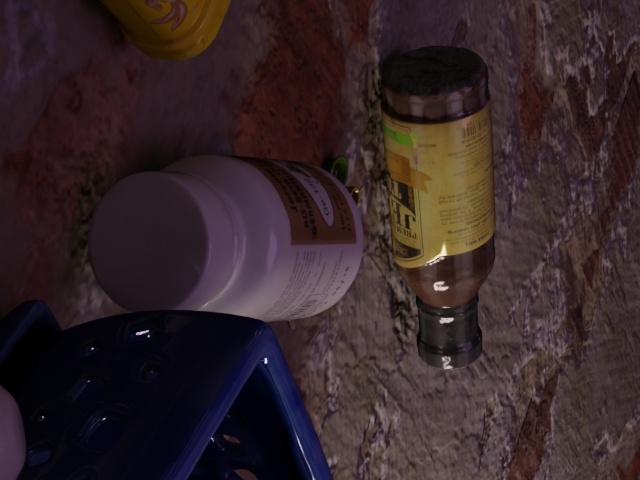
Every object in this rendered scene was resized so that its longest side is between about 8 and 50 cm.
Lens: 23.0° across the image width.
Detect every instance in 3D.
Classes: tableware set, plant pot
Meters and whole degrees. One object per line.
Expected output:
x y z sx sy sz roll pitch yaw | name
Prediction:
0.000 0.000 1.460 0.154 0.024 0.104 -61 149 -32 | tableware set
-0.143 0.186 1.023 0.236 0.212 0.236 -61 149 -34 | plant pot

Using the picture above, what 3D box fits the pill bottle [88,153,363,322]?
-0.070 0.000 1.193 0.229 0.131 0.131 -2 101 -64 | pill bottle

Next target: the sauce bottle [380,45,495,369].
0.125 -0.023 1.605 0.111 0.111 0.344 -47 139 -48 | sauce bottle

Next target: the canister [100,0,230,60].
-0.123 -0.218 1.068 0.170 0.073 0.126 47 58 -58 | canister

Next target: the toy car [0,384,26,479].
-0.253 0.071 0.866 0.136 0.159 0.182 -107 -174 -55 | toy car
